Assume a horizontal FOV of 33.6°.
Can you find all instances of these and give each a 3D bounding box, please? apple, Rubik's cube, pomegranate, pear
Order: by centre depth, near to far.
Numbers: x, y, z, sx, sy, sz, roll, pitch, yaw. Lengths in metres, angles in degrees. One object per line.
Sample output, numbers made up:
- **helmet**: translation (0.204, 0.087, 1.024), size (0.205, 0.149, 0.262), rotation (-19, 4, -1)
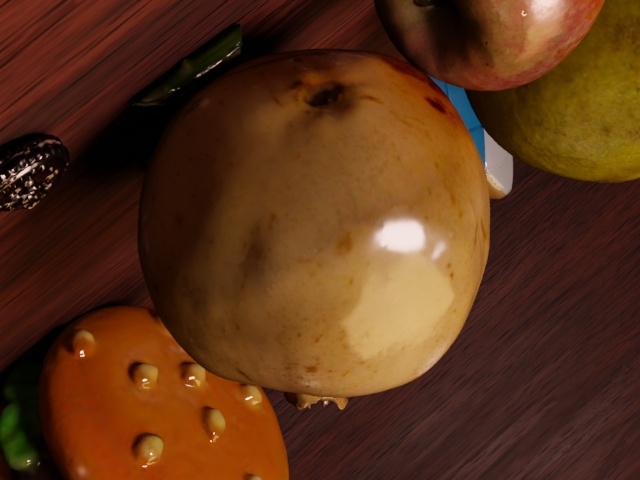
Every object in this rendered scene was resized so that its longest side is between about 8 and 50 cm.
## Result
- **apple**: translation (0.141, -0.220, 0.863), size (0.174, 0.188, 0.188), rotation (-46, 178, -31)
- **pomegranate**: translation (0.000, 0.000, 0.883), size (0.319, 0.319, 0.319), rotation (-40, 175, -5)
- **pear**: translation (0.300, -0.240, 1.071), size (0.352, 0.352, 0.413), rotation (-37, -177, -32)
- **Rubik's cube**: translation (0.179, -0.140, 1.612), size (0.254, 0.254, 0.254), rotation (-40, 175, -5)

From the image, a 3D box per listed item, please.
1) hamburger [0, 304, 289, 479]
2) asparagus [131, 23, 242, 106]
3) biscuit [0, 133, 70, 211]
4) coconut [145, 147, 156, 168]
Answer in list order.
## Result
- **hamburger**: translation (-0.219, 0.275, 1.362), size (0.277, 0.396, 0.396), rotation (-44, 174, 26)
- **asparagus**: translation (-0.099, -0.130, 0.817), size (0.108, 0.021, 0.025), rotation (-39, 175, -16)
- **biscuit**: translation (-0.212, -0.040, 0.730), size (0.089, 0.027, 0.087), rotation (-40, 174, -13)
- **coconut**: translation (-0.109, -0.076, 1.014), size (0.133, 0.055, 0.158), rotation (-40, 176, 14)
